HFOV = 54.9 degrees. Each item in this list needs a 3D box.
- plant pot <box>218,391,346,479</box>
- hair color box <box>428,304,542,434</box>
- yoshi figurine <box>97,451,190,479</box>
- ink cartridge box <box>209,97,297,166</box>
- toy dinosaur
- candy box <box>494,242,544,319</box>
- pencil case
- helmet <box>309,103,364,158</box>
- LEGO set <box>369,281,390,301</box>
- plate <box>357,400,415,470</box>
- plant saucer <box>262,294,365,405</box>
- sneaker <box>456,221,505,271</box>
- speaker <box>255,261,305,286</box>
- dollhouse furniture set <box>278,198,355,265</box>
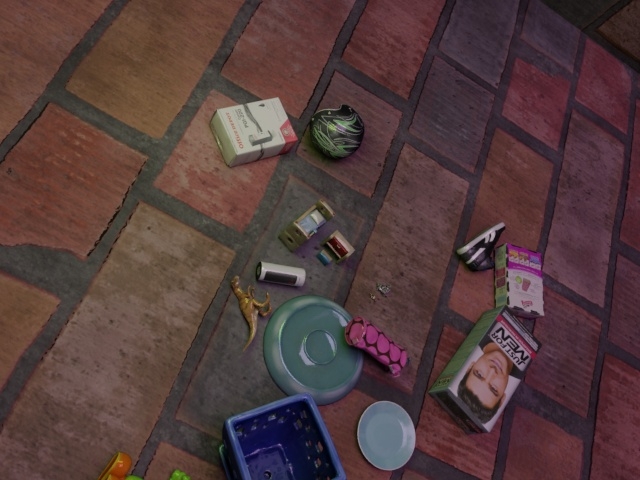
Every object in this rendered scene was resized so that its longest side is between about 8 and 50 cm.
[{"bbox_3d":[-0.109,0.536,1.478,0.236,0.212,0.236,-10,59,-29],"label":"plant pot"},{"bbox_3d":[0.519,0.397,1.916,0.185,0.113,0.374,47,59,-3],"label":"hair color box"},{"bbox_3d":[-0.327,0.617,1.377,0.362,0.203,0.203,41,52,-10],"label":"yoshi figurine"},{"bbox_3d":[-0.203,-0.329,1.863,0.218,0.092,0.158,-20,80,-29],"label":"ink cartridge box"},{"bbox_3d":[-0.188,0.196,1.693,0.112,0.064,0.211,-17,68,-12],"label":"toy dinosaur"},{"bbox_3d":[0.682,0.142,2.120,0.159,0.071,0.233,16,64,-20],"label":"candy box"},{"bbox_3d":[0.159,0.304,1.754,0.209,0.095,0.098,38,46,-29],"label":"pencil case"},{"bbox_3d":[0.050,-0.341,1.949,0.169,0.169,0.161,50,42,-1],"label":"helmet"},{"bbox_3d":[0.191,0.157,1.902,0.054,0.023,0.083,41,59,-6],"label":"LEGO set"},{"bbox_3d":[0.184,0.552,1.745,0.188,0.024,0.188,9,66,-22],"label":"plate"},{"bbox_3d":[-0.007,0.302,1.740,0.317,0.044,0.317,10,66,-22],"label":"plant saucer"},{"bbox_3d":[0.572,0.034,2.112,0.217,0.079,0.121,-31,89,-23],"label":"sneaker"},{"bbox_3d":[-0.113,0.097,1.761,0.136,0.055,0.055,11,66,-22],"label":"speaker"},{"bbox_3d":[0.000,0.000,1.809,0.183,0.129,0.129,48,58,-2],"label":"dollhouse furniture set"}]
